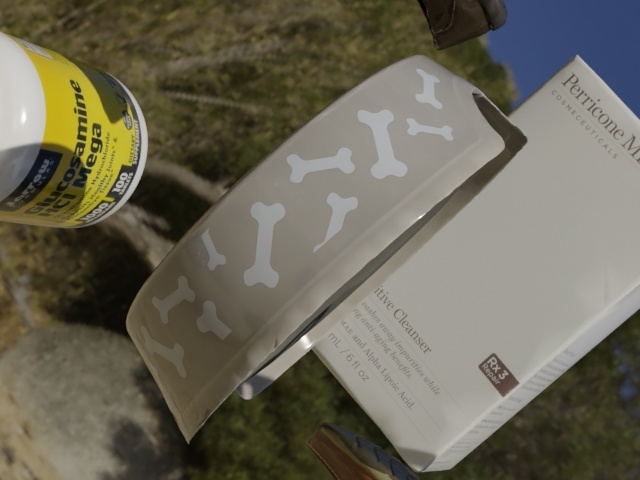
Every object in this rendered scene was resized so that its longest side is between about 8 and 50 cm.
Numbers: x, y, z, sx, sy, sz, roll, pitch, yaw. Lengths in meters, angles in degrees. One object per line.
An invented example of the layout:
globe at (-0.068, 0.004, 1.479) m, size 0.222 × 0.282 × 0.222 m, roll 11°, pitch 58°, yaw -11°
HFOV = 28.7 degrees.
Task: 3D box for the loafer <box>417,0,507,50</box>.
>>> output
loafer at (0.067, -0.253, 1.068) m, size 0.220 × 0.078 × 0.080 m, roll 53°, pitch 3°, yaw 16°

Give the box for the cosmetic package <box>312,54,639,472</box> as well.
cosmetic package at (0.189, 0.031, 1.247) m, size 0.217 × 0.385 × 0.156 m, roll 49°, pitch 9°, yaw 19°

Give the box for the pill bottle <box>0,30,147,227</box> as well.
pill bottle at (-0.326, -0.113, 1.264) m, size 0.188 × 0.188 × 0.334 m, roll 50°, pitch 12°, yaw 14°

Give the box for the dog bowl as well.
dog bowl at (0.000, 0.000, 0.942) m, size 0.102 × 0.349 × 0.349 m, roll 47°, pitch -14°, yaw 6°

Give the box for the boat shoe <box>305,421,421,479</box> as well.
boat shoe at (0.089, 0.342, 1.459) m, size 0.324 × 0.120 × 0.122 m, roll 40°, pitch 4°, yaw 35°
